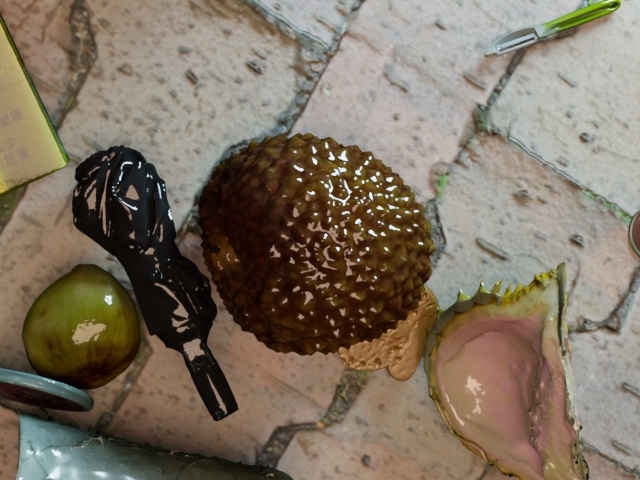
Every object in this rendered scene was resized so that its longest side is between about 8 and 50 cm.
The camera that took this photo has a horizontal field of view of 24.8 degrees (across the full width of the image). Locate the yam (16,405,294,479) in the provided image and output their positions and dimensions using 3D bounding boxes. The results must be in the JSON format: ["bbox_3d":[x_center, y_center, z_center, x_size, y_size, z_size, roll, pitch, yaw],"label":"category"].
[{"bbox_3d":[-0.209,0.341,1.718,0.348,0.241,0.241,13,99,-14],"label":"yam"}]

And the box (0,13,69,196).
[{"bbox_3d":[-0.429,-0.194,1.666,0.173,0.043,0.311,-25,104,-3],"label":"box"}]

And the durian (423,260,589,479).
[{"bbox_3d":[0.222,0.162,1.777,0.195,0.185,0.305,-5,115,15],"label":"durian"}]

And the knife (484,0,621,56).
[{"bbox_3d":[0.280,-0.260,1.767,0.184,0.026,0.022,-21,143,-6],"label":"knife"}]

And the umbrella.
[{"bbox_3d":[-0.183,0.050,1.678,0.118,0.118,0.340,-24,88,-3],"label":"umbrella"}]

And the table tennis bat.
[{"bbox_3d":[-0.385,0.168,1.711,0.244,0.153,0.040,9,73,9],"label":"table tennis bat"}]

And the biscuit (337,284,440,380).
[{"bbox_3d":[0.088,0.120,1.816,0.140,0.023,0.118,-19,105,-5],"label":"biscuit"}]

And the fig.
[{"bbox_3d":[-0.277,0.109,1.706,0.136,0.121,0.153,19,113,-45],"label":"fig"}]

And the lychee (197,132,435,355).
[{"bbox_3d":[0.000,0.000,1.673,0.267,0.267,0.268,-2,102,-8],"label":"lychee"}]

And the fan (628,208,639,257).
[{"bbox_3d":[0.451,-0.027,1.847,0.133,0.005,0.085,-41,103,3],"label":"fan"}]
